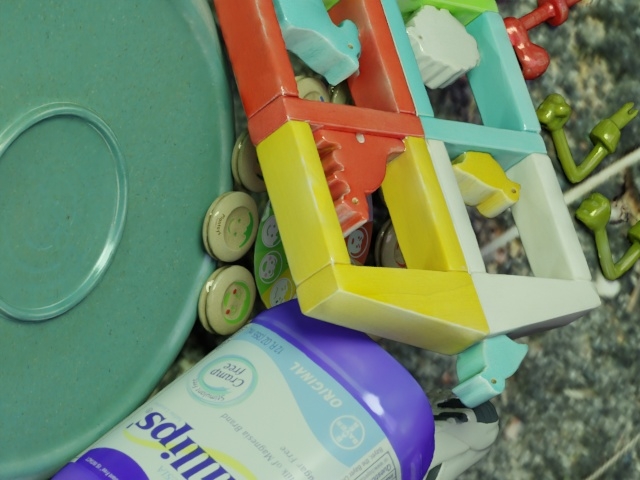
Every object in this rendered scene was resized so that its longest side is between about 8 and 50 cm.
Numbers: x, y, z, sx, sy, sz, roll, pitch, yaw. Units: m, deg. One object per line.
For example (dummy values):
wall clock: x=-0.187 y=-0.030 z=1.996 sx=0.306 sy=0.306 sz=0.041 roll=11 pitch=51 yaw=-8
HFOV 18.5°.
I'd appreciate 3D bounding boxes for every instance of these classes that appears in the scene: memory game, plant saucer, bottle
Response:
memory game: x=0.000 y=0.000 z=1.048 sx=0.186 sy=0.012 sz=0.186 roll=-22 pitch=119 yaw=-47
plant saucer: x=-0.136 y=-0.016 z=0.907 sx=0.317 sy=0.044 sz=0.317 roll=-24 pitch=121 yaw=-48
bottle: x=-0.076 y=0.145 z=0.930 sx=0.283 sy=0.118 sz=0.092 roll=-37 pitch=147 yaw=-24

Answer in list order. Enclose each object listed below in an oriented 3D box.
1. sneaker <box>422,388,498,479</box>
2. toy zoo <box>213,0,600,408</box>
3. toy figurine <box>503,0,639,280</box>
sneaker: x=0.013 y=0.189 z=1.057 sx=0.235 sy=0.094 sz=0.153 roll=-31 pitch=110 yaw=-28
toy zoo: x=0.042 y=-0.055 z=1.000 sx=0.192 sy=0.030 sz=0.293 roll=5 pitch=60 yaw=-43
toy figurine: x=0.231 y=-0.154 z=1.107 sx=0.191 sy=0.217 sz=0.362 roll=-30 pitch=108 yaw=-28
